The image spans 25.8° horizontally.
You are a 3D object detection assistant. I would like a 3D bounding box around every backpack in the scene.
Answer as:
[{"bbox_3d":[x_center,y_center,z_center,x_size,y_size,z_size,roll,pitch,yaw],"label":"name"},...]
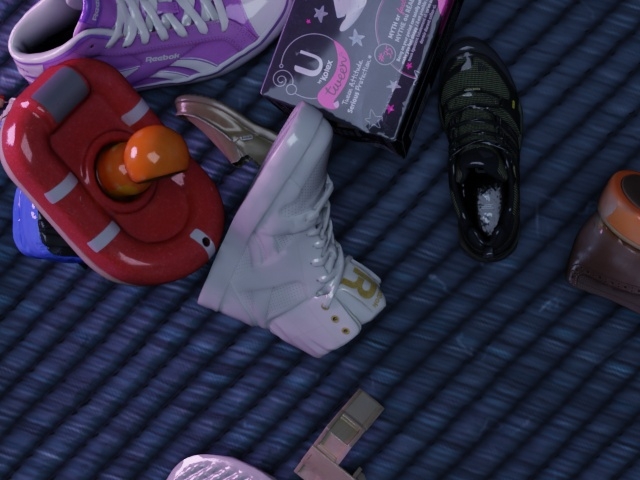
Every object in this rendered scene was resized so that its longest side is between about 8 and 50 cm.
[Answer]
[{"bbox_3d":[-0.248,-0.020,1.391,0.101,0.120,0.098,-9,84,46],"label":"backpack"}]

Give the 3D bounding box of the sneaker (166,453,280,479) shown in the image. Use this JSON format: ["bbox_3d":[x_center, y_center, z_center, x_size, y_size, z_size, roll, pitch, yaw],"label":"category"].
[{"bbox_3d":[-0.013,0.321,1.381,0.321,0.127,0.126,27,85,29],"label":"sneaker"}]

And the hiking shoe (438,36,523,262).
[{"bbox_3d":[0.163,-0.092,1.369,0.086,0.114,0.227,-8,88,4],"label":"hiking shoe"}]

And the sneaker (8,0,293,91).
[{"bbox_3d":[-0.166,-0.213,1.369,0.282,0.161,0.102,-22,76,3],"label":"sneaker"}]

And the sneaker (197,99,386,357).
[{"bbox_3d":[0.000,0.000,1.328,0.169,0.292,0.108,27,51,0],"label":"sneaker"}]

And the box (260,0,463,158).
[{"bbox_3d":[0.055,-0.223,1.355,0.142,0.163,0.247,21,90,7],"label":"box"}]

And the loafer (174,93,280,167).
[{"bbox_3d":[-0.086,-0.103,1.417,0.148,0.056,0.050,25,85,4],"label":"loafer"}]

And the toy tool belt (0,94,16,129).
[{"bbox_3d":[-0.312,-0.118,1.437,0.083,0.052,0.051,18,82,5],"label":"toy tool belt"}]

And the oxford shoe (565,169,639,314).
[{"bbox_3d":[0.414,0.063,1.365,0.363,0.130,0.133,28,123,-1],"label":"oxford shoe"}]

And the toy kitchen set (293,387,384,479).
[{"bbox_3d":[0.032,0.214,1.416,0.068,0.075,0.083,39,132,7],"label":"toy kitchen set"}]

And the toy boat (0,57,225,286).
[{"bbox_3d":[-0.174,-0.065,1.294,0.231,0.151,0.151,50,56,-20],"label":"toy boat"}]
